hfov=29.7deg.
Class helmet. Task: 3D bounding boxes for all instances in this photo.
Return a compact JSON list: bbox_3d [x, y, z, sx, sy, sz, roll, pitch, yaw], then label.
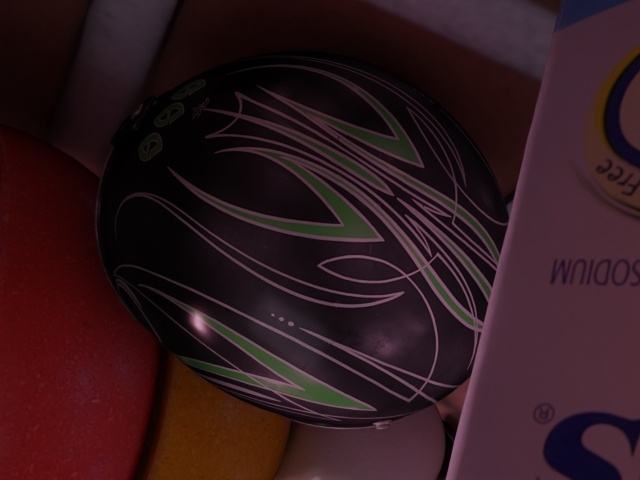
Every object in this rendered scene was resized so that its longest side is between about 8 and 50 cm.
[{"bbox_3d":[0.000,0.000,0.525,0.162,0.169,0.169,12,157,41],"label":"helmet"}]

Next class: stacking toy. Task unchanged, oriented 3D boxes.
[{"bbox_3d":[-0.137,0.089,0.660,0.480,0.350,0.351,16,157,-24],"label":"stacking toy"}]

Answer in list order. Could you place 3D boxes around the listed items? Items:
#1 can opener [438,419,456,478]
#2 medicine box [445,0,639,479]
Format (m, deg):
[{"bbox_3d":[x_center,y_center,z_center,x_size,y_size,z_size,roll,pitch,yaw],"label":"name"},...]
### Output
[{"bbox_3d":[0.044,0.133,0.897,0.059,0.073,0.186,48,178,46],"label":"can opener"},{"bbox_3d":[0.193,0.046,0.340,0.264,0.289,0.149,0,149,32],"label":"medicine box"}]
